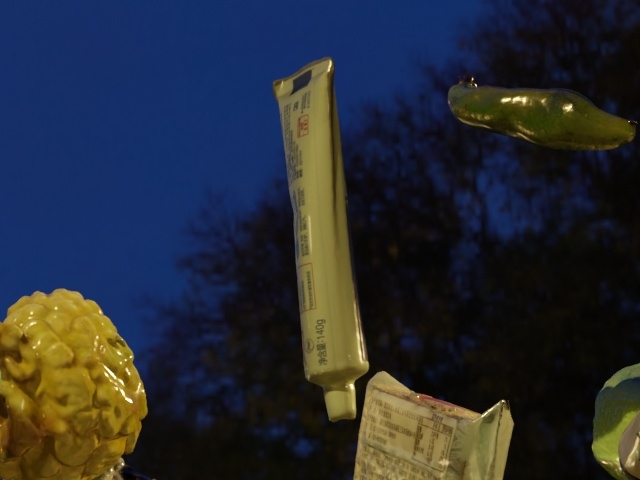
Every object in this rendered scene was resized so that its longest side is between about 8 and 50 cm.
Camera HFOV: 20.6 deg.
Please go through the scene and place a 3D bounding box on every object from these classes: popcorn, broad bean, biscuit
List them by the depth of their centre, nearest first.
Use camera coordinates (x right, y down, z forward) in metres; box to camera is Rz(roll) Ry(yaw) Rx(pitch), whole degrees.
[{"bbox_3d":[0.181,-0.112,1.550,0.195,0.061,0.046,21,-41,41],"label":"broad bean"},{"bbox_3d":[0.126,0.258,2.053,0.079,0.186,0.309,7,1,-29],"label":"biscuit"},{"bbox_3d":[-0.335,0.176,2.108,0.237,0.206,0.251,-46,-45,15],"label":"popcorn"}]

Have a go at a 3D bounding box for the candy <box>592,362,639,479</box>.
[{"bbox_3d":[0.385,0.194,1.639,0.142,0.132,0.343,11,1,-21],"label":"candy"}]

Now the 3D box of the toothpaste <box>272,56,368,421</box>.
[{"bbox_3d":[0.000,0.000,1.307,0.047,0.268,0.069,-6,-11,-7],"label":"toothpaste"}]

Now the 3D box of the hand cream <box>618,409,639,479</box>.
[{"bbox_3d":[0.272,0.124,1.343,0.080,0.050,0.234,-21,-27,-16],"label":"hand cream"}]

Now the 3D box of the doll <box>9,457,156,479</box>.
[{"bbox_3d":[-0.329,0.301,2.314,0.316,0.145,0.103,41,-10,9],"label":"doll"}]
